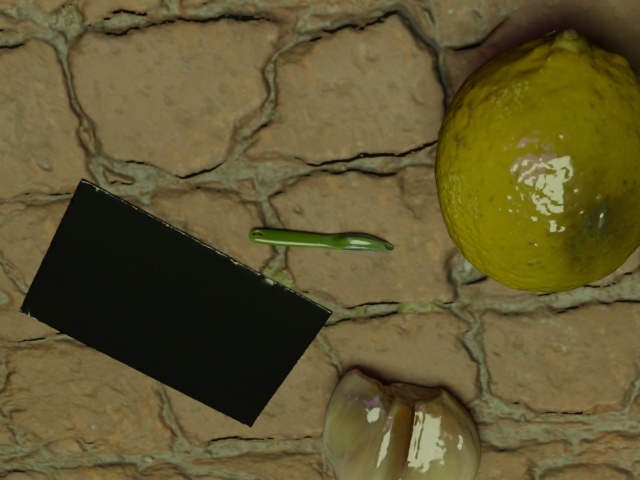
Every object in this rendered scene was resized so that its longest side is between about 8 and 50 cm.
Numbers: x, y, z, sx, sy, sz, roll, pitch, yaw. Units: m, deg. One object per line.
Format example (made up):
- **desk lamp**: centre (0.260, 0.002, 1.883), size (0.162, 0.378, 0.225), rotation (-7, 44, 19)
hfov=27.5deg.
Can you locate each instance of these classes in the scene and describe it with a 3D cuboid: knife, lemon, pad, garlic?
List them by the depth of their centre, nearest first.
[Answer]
- **lemon**: centre (0.243, -0.084, 1.403), size (0.253, 0.253, 0.310), rotation (4, 128, 8)
- **knife**: centre (0.000, 0.000, 1.639), size (0.184, 0.022, 0.026), rotation (4, 149, 7)
- **pad**: centre (-0.199, 0.092, 1.746), size (0.367, 0.007, 0.248), rotation (28, 123, -9)
- **garlic**: centre (0.106, 0.297, 1.765), size (0.217, 0.110, 0.228), rotation (9, 124, 0)
